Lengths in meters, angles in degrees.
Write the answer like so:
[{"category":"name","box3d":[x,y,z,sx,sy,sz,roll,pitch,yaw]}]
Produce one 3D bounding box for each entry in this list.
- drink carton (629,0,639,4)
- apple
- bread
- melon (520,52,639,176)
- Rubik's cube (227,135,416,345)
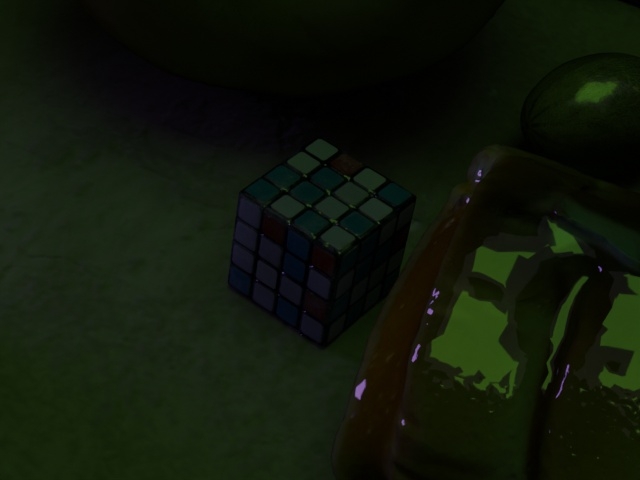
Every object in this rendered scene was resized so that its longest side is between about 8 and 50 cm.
[{"category":"drink carton","box3d":[0.236,-0.321,1.574,0.222,0.134,0.102,22,45,13]},{"category":"apple","box3d":[-0.011,-0.345,1.342,0.473,0.474,0.474,5,43,-5]},{"category":"bread","box3d":[0.202,0.088,1.091,0.341,0.210,0.300,24,47,14]},{"category":"melon","box3d":[0.222,-0.099,1.367,0.130,0.098,0.098,-11,47,-14]},{"category":"Rubik's cube","box3d":[0.000,0.000,1.224,0.092,0.092,0.092,33,48,23]}]
